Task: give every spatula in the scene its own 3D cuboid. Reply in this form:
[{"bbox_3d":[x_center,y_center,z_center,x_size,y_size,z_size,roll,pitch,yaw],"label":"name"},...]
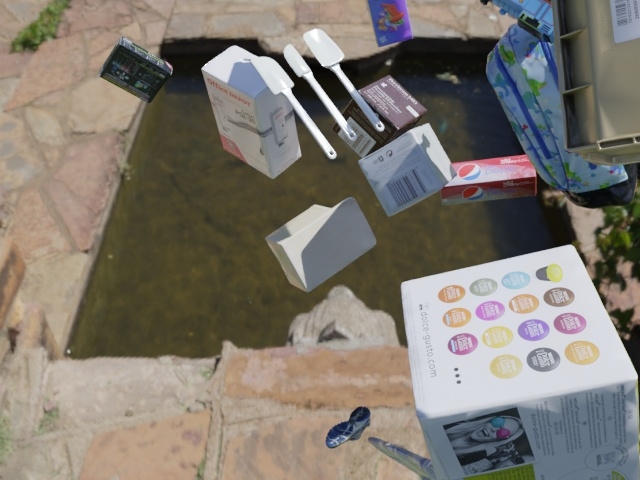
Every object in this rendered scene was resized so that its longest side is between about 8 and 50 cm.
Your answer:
[{"bbox_3d":[0.005,-0.274,1.272,0.168,0.019,0.242,-31,79,-26],"label":"spatula"}]

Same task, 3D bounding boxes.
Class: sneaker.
[{"bbox_3d":[0.071,0.456,1.633,0.135,0.058,0.052,-31,34,-25],"label":"sneaker"}]

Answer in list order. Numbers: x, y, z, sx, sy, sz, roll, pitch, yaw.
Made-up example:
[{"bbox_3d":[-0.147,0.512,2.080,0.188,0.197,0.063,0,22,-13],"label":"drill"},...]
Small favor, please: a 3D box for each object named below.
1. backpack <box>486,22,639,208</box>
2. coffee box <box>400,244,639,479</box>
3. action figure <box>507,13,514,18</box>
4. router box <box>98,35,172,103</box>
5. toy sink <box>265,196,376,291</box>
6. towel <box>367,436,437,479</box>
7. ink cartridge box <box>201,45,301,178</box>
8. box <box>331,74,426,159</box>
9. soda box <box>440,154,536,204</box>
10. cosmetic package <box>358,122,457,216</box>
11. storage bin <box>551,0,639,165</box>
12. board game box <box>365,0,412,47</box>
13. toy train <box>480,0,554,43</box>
[{"bbox_3d":[0.479,-0.276,1.345,0.273,0.356,0.290,-4,42,25],"label":"backpack"},{"bbox_3d":[0.352,0.265,1.240,0.334,0.338,0.338,-13,34,10],"label":"coffee box"},{"bbox_3d":[0.414,-0.548,1.192,0.370,0.276,0.248,24,58,-14],"label":"action figure"},{"bbox_3d":[-0.385,-0.354,1.440,0.122,0.092,0.038,27,34,-30],"label":"router box"},{"bbox_3d":[0.000,0.000,1.811,0.234,0.153,0.131,-35,21,-15],"label":"toy sink"},{"bbox_3d":[0.246,0.531,1.582,0.209,0.285,0.034,35,74,-16],"label":"towel"},{"bbox_3d":[-0.175,-0.329,1.783,0.207,0.283,0.117,33,63,29],"label":"ink cartridge box"},{"bbox_3d":[0.177,-0.365,2.082,0.168,0.167,0.203,44,41,7],"label":"box"},{"bbox_3d":[0.469,-0.171,1.944,0.263,0.083,0.092,-6,51,13],"label":"soda box"},{"bbox_3d":[0.210,-0.170,1.632,0.151,0.151,0.183,-28,3,25],"label":"cosmetic package"},{"bbox_3d":[0.381,-0.224,0.695,0.260,0.262,0.123,-6,-4,36],"label":"storage bin"},{"bbox_3d":[0.108,-0.615,1.443,0.078,0.347,0.233,-14,33,7],"label":"board game box"},{"bbox_3d":[0.344,-0.412,1.144,0.184,0.105,0.080,40,14,17],"label":"toy train"}]
